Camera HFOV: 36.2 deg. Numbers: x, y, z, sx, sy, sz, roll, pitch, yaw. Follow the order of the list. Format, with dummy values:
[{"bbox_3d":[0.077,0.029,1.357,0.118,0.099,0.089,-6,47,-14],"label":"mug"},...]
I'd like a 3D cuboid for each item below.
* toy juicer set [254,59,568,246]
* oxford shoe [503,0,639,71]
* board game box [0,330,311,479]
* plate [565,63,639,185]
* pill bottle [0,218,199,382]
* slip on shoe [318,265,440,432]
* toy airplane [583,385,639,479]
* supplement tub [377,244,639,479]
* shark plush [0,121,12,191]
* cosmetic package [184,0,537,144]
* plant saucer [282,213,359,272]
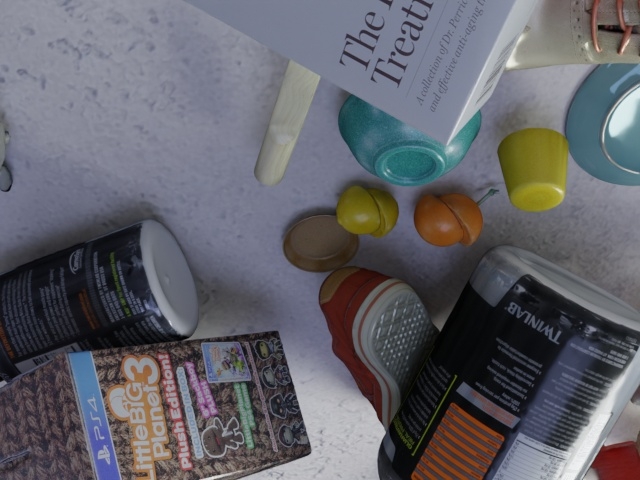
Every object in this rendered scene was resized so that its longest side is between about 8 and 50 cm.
[{"bbox_3d":[0.062,-0.089,0.945,0.329,0.090,0.209,21,145,-28],"label":"toy juicer set"},{"bbox_3d":[0.261,-0.208,0.807,0.397,0.147,0.140,-17,135,9],"label":"oxford shoe"},{"bbox_3d":[-0.197,0.203,1.010,0.232,0.141,0.291,-27,163,35],"label":"board game box"},{"bbox_3d":[0.341,-0.122,0.981,0.188,0.024,0.188,-3,132,-3],"label":"plate"},{"bbox_3d":[-0.261,0.076,1.010,0.245,0.130,0.130,-19,132,10],"label":"pill bottle"},{"bbox_3d":[0.080,0.134,1.138,0.123,0.101,0.331,-48,145,-15],"label":"slip on shoe"},{"bbox_3d":[0.448,0.247,1.191,0.384,0.272,0.386,25,153,-21],"label":"toy airplane"},{"bbox_3d":[0.195,0.192,1.055,0.207,0.207,0.338,22,103,-25],"label":"supplement tub"},{"bbox_3d":[-0.331,-0.092,0.903,0.067,0.073,0.161,28,134,8],"label":"shark plush"},{"bbox_3d":[0.038,-0.284,0.585,0.284,0.097,0.377,31,130,11],"label":"cosmetic package"},{"bbox_3d":[0.000,0.000,1.053,0.083,0.015,0.083,-4,132,-5],"label":"plant saucer"}]
